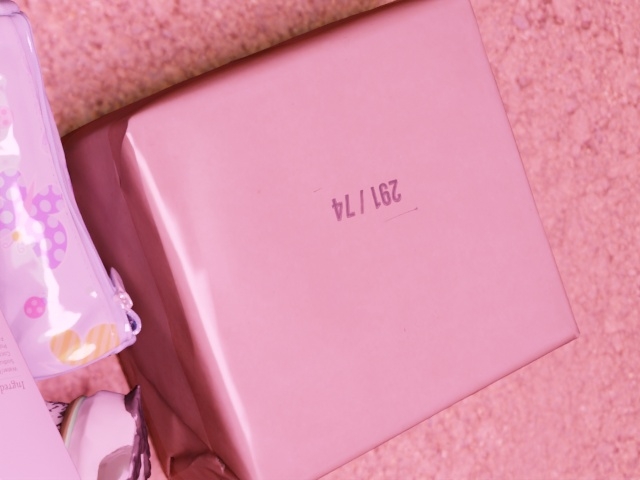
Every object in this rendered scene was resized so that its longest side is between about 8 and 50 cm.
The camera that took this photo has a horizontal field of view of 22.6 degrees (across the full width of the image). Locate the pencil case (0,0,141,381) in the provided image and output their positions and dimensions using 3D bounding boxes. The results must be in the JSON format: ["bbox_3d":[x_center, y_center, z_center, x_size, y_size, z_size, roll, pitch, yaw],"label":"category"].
[{"bbox_3d":[-0.225,-0.030,1.141,0.113,0.124,0.273,-28,100,-57],"label":"pencil case"}]

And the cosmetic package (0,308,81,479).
[{"bbox_3d":[-0.256,0.183,0.986,0.155,0.197,0.365,-7,64,-53],"label":"cosmetic package"}]

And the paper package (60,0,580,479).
[{"bbox_3d":[0.000,0.000,1.243,0.325,0.168,0.309,-24,99,-29],"label":"paper package"}]

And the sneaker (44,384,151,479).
[{"bbox_3d":[-0.238,0.292,1.139,0.182,0.158,0.410,11,83,3],"label":"sneaker"}]
